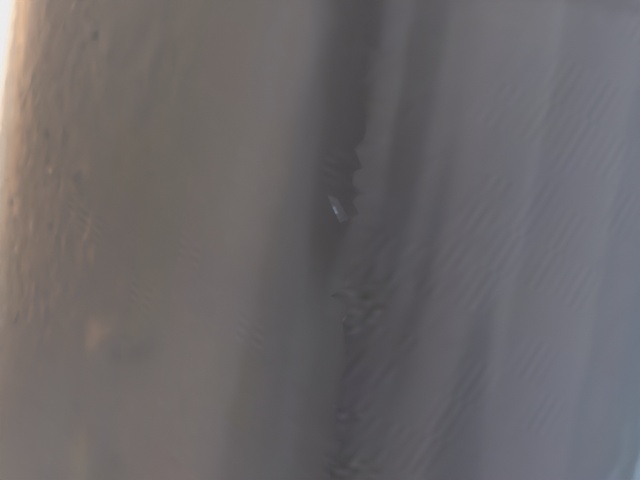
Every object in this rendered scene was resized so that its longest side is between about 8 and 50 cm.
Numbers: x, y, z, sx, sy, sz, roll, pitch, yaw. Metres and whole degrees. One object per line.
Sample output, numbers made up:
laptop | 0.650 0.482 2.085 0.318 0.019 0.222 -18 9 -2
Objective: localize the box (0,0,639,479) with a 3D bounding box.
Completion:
box | 0.001 0.000 0.580 0.289 0.141 0.349 23 -73 54
